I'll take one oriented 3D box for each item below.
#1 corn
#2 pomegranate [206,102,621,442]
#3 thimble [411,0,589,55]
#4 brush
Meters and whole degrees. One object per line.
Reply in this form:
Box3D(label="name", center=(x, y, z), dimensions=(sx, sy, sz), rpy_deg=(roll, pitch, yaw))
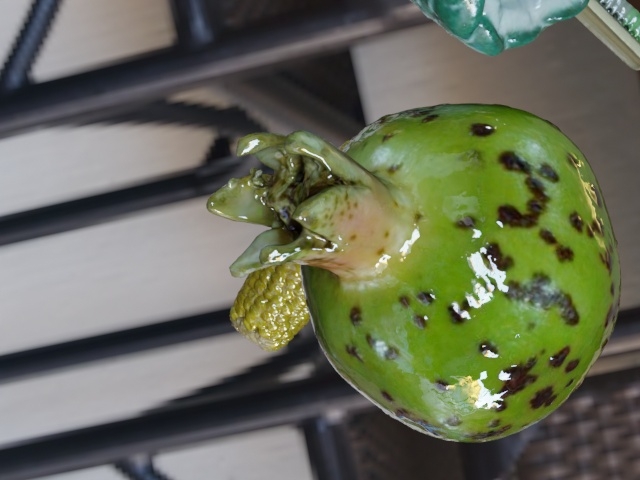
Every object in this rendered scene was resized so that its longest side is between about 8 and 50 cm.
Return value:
Box3D(label="corn", center=(0.000, 0.000, 1.913), dimensions=(0.097, 0.262, 0.097), rpy_deg=(33, 15, -10))
Box3D(label="pomegranate", center=(0.065, 0.027, 1.231), dimensions=(0.286, 0.231, 0.231), rpy_deg=(-12, 91, -43))
Box3D(label="thimble", center=(0.184, -0.319, 1.711), dimensions=(0.167, 0.288, 0.254), rpy_deg=(46, -9, 28))
Box3D(label="brush", center=(0.281, -0.294, 2.102), dimensions=(0.282, 0.048, 0.054), rpy_deg=(39, -15, -17))
